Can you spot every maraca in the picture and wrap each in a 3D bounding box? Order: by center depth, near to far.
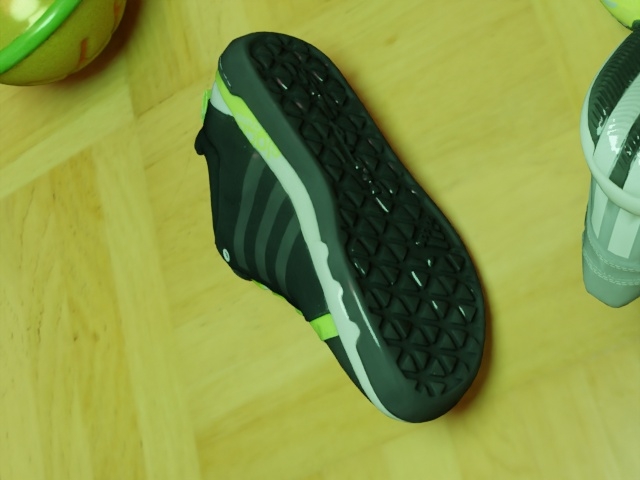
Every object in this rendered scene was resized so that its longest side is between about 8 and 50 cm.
[{"bbox_3d":[-0.171,-0.164,0.744,0.127,0.099,0.185,-30,34,20],"label":"maraca"}]

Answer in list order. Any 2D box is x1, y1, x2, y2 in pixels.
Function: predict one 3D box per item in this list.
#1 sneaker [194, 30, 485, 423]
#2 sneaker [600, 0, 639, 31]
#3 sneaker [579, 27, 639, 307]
[{"bbox_3d":[0.000,0.000,0.599,0.097,0.084,0.234,-53,49,38],"label":"sneaker"},{"bbox_3d":[0.144,-0.196,0.542,0.082,0.094,0.208,-6,72,30],"label":"sneaker"},{"bbox_3d":[0.166,-0.059,0.490,0.086,0.132,0.229,34,58,23],"label":"sneaker"}]
